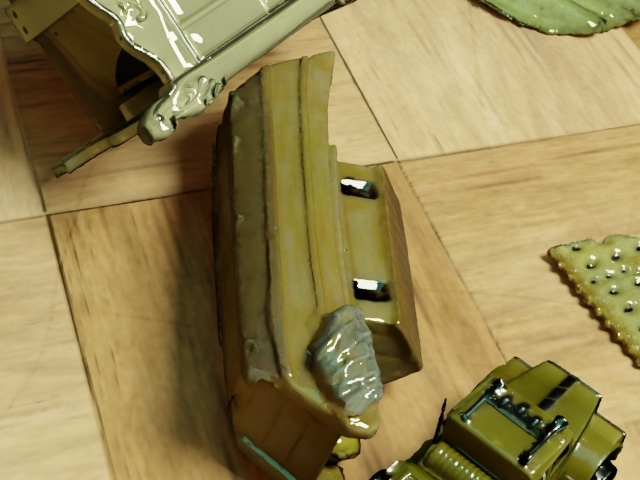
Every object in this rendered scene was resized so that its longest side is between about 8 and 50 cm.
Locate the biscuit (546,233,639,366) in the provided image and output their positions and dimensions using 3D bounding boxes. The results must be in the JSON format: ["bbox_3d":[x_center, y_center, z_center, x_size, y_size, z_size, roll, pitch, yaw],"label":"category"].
[{"bbox_3d":[0.308,0.061,1.040,0.144,0.016,0.203,-16,51,-22],"label":"biscuit"}]

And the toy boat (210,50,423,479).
[{"bbox_3d":[0.000,0.000,0.978,0.162,0.136,0.446,7,44,-14],"label":"toy boat"}]

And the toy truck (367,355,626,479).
[{"bbox_3d":[0.105,0.172,0.829,0.127,0.127,0.257,35,48,26],"label":"toy truck"}]

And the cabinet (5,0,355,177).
[{"bbox_3d":[-0.145,-0.260,1.029,0.318,0.227,0.290,-40,105,-32],"label":"cabinet"}]

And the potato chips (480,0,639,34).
[{"bbox_3d":[0.241,-0.395,1.445,0.429,0.070,0.358,30,52,21],"label":"potato chips"}]
